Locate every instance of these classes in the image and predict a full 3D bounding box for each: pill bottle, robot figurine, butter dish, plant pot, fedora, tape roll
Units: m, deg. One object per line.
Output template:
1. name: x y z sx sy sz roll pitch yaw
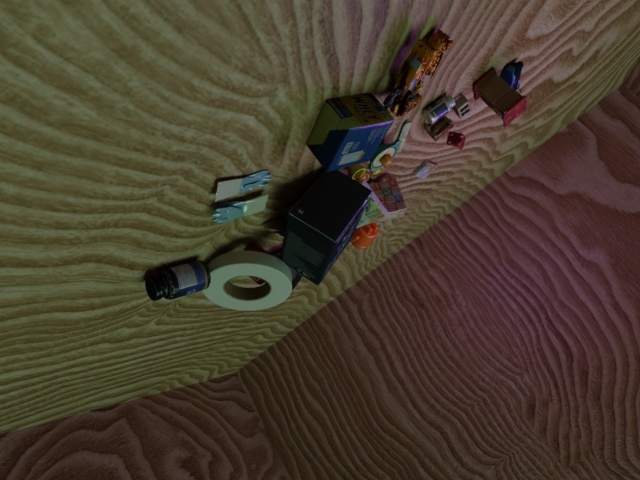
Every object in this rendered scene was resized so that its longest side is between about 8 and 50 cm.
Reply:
1. pill bottle: -0.544 0.155 1.677 0.219 0.122 0.122 -16 154 -43
2. robot figurine: 0.308 -0.527 1.434 0.211 0.085 0.291 -40 164 -36
3. pill bottle: 0.484 -0.536 1.786 0.120 0.067 0.067 -35 161 4
4. butter dish: -0.273 0.092 1.983 0.160 0.160 0.118 -46 -177 41
5. robot figurine: 0.249 -0.033 2.537 0.158 0.128 0.219 -65 -176 -39
6. plant pot: -0.107 -0.121 1.815 0.079 0.083 0.083 -40 165 -23
7. fedora: -0.193 0.136 2.141 0.125 0.243 0.275 17 140 -30
8. tape roll: -0.318 0.184 1.909 0.393 0.071 0.391 -3 143 -2

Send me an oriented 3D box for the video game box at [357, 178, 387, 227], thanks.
1. video game box: 0.155 -0.148 1.906 0.205 0.187 0.048 -23 -151 36

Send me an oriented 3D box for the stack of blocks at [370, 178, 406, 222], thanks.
1. stack of blocks: 0.236 -0.175 2.088 0.298 0.171 0.087 -13 157 -7

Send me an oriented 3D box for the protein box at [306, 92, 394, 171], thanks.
1. protein box: 0.096 -0.359 1.461 0.201 0.135 0.199 -21 157 -34

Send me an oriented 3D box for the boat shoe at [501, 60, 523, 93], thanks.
1. boat shoe: 0.863 -0.693 1.978 0.089 0.109 0.258 -36 164 -5

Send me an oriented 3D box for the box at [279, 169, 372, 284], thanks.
1. box: 0.012 -0.052 1.793 0.293 0.212 0.395 -53 170 -29

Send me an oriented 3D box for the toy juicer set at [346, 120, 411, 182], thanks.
1. toy juicer set: 0.271 -0.343 1.868 0.329 0.089 0.209 -36 161 3

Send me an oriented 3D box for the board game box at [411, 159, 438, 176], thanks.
1. board game box: 0.563 -0.382 2.359 0.103 0.026 0.154 -44 159 27

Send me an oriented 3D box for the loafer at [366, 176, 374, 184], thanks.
1. loafer: 0.187 -0.251 2.004 0.148 0.056 0.050 -17 149 -40

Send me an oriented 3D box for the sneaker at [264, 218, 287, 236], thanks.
1. sneaker: -0.172 -0.048 1.883 0.186 0.069 0.083 -12 146 -46

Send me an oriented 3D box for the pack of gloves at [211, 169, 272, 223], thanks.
1. pack of gloves: -0.277 -0.159 1.509 0.232 0.046 0.195 -23 147 -39

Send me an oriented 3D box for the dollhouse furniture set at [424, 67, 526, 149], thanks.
1. dollhouse furniture set: 0.668 -0.531 1.898 0.374 0.201 0.152 -40 161 15
